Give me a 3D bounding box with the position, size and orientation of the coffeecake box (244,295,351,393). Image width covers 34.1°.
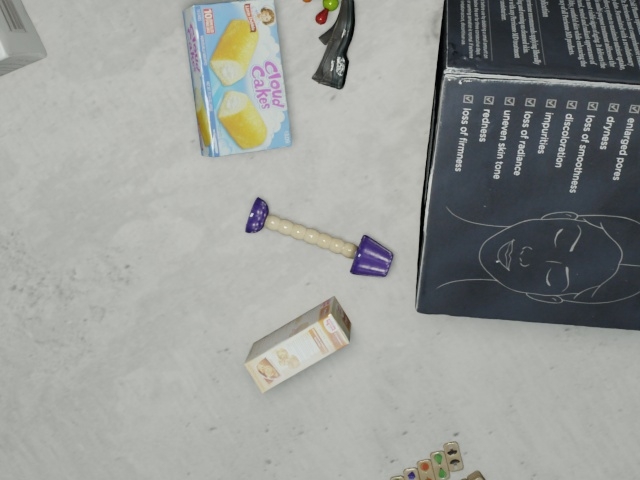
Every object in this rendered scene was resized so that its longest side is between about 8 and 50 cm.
[{"bbox_3d":[-0.039,0.190,1.929,0.185,0.142,0.068,-31,97,8],"label":"coffeecake box"}]

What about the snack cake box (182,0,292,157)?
[{"bbox_3d":[-0.148,-0.288,1.857,0.152,0.089,0.264,-10,99,-19],"label":"snack cake box"}]

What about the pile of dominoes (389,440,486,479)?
[{"bbox_3d":[0.212,0.529,2.021,0.251,0.040,0.196,-34,96,8],"label":"pile of dominoes"}]

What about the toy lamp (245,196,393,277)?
[{"bbox_3d":[0.000,0.000,1.930,0.274,0.080,0.080,21,100,3],"label":"toy lamp"}]

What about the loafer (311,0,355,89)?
[{"bbox_3d":[0.025,-0.360,1.876,0.061,0.062,0.170,12,99,7],"label":"loafer"}]

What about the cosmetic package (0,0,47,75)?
[{"bbox_3d":[-0.718,-0.323,1.854,0.385,0.217,0.156,-22,97,9],"label":"cosmetic package"}]

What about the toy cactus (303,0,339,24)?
[{"bbox_3d":[-0.028,-0.503,1.846,0.219,0.112,0.180,43,79,4],"label":"toy cactus"}]

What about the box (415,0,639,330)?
[{"bbox_3d":[0.408,-0.124,1.680,0.471,0.297,0.480,6,130,4],"label":"box"}]
